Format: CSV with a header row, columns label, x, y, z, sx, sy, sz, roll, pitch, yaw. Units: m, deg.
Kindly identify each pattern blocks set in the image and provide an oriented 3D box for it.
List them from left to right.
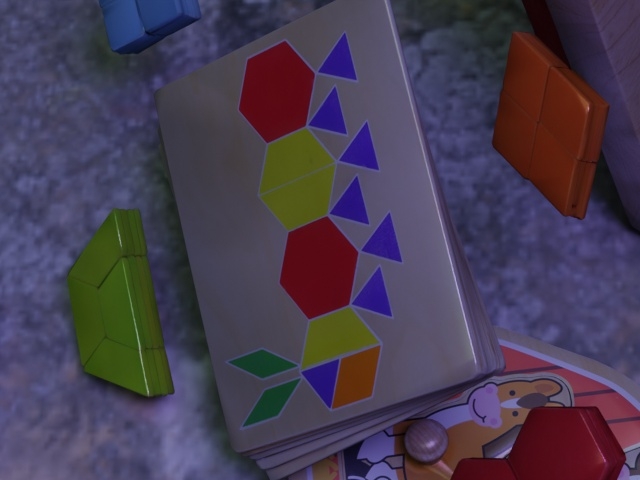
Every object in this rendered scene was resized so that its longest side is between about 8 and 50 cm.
label,x,y,z,sx,sy,sz,roll,pitch,yaw
pattern blocks set,0.000,0.000,0.770,0.285,0.026,0.325,-12,82,38

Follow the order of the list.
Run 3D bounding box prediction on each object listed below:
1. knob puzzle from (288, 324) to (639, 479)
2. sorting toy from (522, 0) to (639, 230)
label,x,y,z,sx,sy,sz,roll,pitch,yaw
knob puzzle,0.084,0.122,0.783,0.213,0.030,0.213,-3,64,6
sorting toy,0.157,-0.177,0.803,0.089,0.255,0.257,23,68,34
